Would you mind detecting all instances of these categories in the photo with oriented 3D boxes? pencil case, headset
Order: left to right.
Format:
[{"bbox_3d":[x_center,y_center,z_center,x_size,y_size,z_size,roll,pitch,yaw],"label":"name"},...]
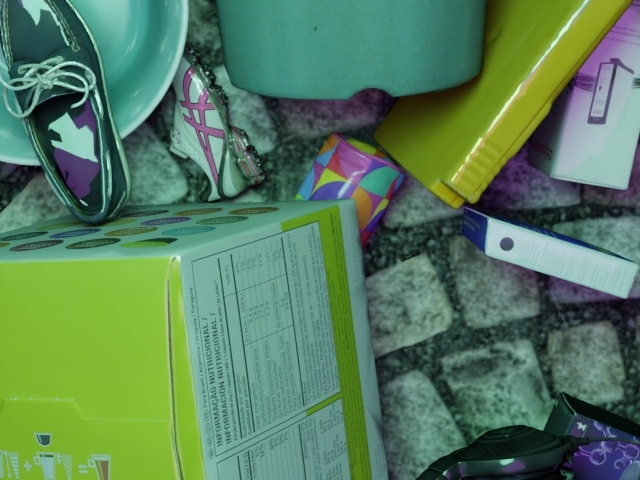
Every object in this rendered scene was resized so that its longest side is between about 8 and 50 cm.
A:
[{"bbox_3d":[0.000,0.000,1.642,0.104,0.104,0.236,29,99,-5],"label":"pencil case"},{"bbox_3d":[0.247,0.286,1.540,0.394,0.185,0.243,-40,98,-13],"label":"headset"}]

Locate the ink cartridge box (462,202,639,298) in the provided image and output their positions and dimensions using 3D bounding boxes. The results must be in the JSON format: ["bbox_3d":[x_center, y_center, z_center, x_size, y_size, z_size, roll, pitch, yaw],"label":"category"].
[{"bbox_3d":[0.211,0.000,1.588,0.208,0.206,0.045,20,95,-3],"label":"ink cartridge box"}]

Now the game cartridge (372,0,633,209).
[{"bbox_3d":[0.193,-0.192,1.519,0.053,0.285,0.323,34,97,-18],"label":"game cartridge"}]

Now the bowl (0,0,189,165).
[{"bbox_3d":[-0.286,-0.239,1.565,0.312,0.163,0.311,0,98,-1],"label":"bowl"}]

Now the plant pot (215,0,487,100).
[{"bbox_3d":[0.027,-0.319,1.435,0.341,0.341,0.334,-3,106,0],"label":"plant pot"}]

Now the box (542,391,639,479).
[{"bbox_3d":[0.305,0.330,1.693,0.184,0.103,0.261,22,97,-2],"label":"box"}]

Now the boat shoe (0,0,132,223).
[{"bbox_3d":[-0.255,-0.137,1.460,0.095,0.079,0.254,-14,98,5],"label":"boat shoe"}]

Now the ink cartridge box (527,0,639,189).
[{"bbox_3d":[0.290,-0.165,1.593,0.086,0.148,0.203,10,99,-4],"label":"ink cartridge box"}]

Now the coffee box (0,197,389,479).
[{"bbox_3d":[-0.165,0.150,1.479,0.338,0.334,0.338,-2,99,30],"label":"coffee box"}]

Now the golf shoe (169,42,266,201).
[{"bbox_3d":[-0.134,-0.129,1.632,0.086,0.067,0.186,-26,98,4],"label":"golf shoe"}]
